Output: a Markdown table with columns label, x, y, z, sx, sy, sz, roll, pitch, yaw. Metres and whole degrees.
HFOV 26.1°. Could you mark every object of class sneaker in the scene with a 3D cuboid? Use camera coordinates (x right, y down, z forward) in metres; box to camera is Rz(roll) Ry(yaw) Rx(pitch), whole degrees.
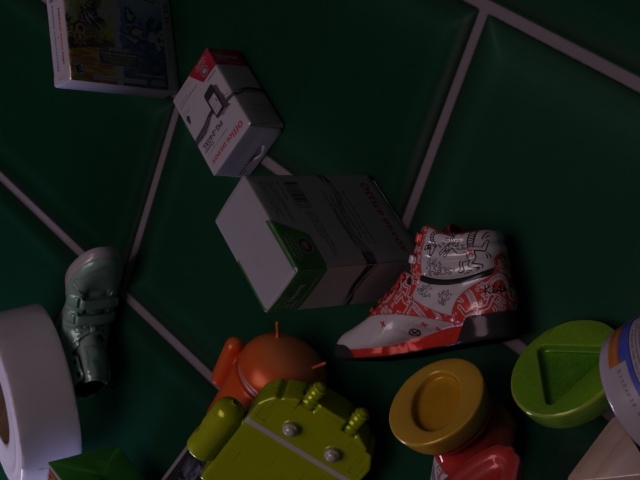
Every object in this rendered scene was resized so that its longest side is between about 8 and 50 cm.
| label | x | y | z | sx | sy | sz | roll | pitch | yaw |
| --- | --- | --- | --- | --- | --- | --- | --- | --- | --- |
| sneaker | -0.344 | 0.135 | 2.147 | 0.151 | 0.094 | 0.256 | 61 | 140 | 35 |
| sneaker | 0.121 | 0.063 | 1.653 | 0.270 | 0.090 | 0.145 | -15 | 76 | 45 |

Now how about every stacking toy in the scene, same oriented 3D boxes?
| label | x | y | z | sx | sy | sz | roll | pitch | yaw |
| --- | --- | --- | --- | --- | --- | --- | --- | --- | --- |
| stacking toy | 0.232 | 0.245 | 1.482 | 0.279 | 0.130 | 0.309 | -26 | 35 | 17 |

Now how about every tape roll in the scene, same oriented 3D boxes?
| label | x | y | z | sx | sy | sz | roll | pitch | yaw |
| --- | --- | --- | --- | --- | --- | --- | --- | --- | --- |
| tape roll | -0.471 | 0.248 | 2.214 | 0.286 | 0.100 | 0.286 | 39 | 135 | 54 |

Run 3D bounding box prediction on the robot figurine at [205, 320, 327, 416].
| label | x | y | z | sx | sy | sz | roll | pitch | yaw |
| --- | --- | --- | --- | --- | --- | --- | --- | --- | --- |
| robot figurine | -0.070 | 0.213 | 1.831 | 0.219 | 0.128 | 0.158 | -60 | 28 | 30 |

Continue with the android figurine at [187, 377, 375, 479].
| label | x | y | z | sx | sy | sz | roll | pitch | yaw |
| --- | --- | --- | --- | --- | --- | --- | --- | --- | --- |
| android figurine | -0.040 | 0.283 | 1.760 | 0.248 | 0.056 | 0.273 | 34 | 122 | -8 |

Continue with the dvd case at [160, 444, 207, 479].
| label | x | y | z | sx | sy | sz | roll | pitch | yaw |
| --- | --- | --- | --- | --- | --- | --- | --- | --- | --- |
| dvd case | -0.171 | 0.395 | 2.012 | 0.239 | 0.029 | 0.179 | -54 | 53 | 33 |

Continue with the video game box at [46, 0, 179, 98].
| label | x | y | z | sx | sy | sz | roll | pitch | yaw |
| --- | --- | --- | --- | --- | --- | --- | --- | --- | --- |
| video game box | -0.303 | -0.310 | 2.020 | 0.048 | 0.205 | 0.187 | -17 | 79 | 42 |

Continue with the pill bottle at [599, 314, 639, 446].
| label | x | y | z | sx | sy | sz | roll | pitch | yaw |
| --- | --- | --- | --- | --- | --- | --- | --- | --- | --- |
| pill bottle | 0.407 | 0.090 | 1.294 | 0.272 | 0.152 | 0.152 | -40 | 62 | 40 |

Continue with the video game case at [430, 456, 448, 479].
| label | x | y | z | sx | sy | sz | roll | pitch | yaw |
| --- | --- | --- | --- | --- | --- | --- | --- | --- | --- |
| video game case | 0.204 | 0.378 | 1.608 | 0.227 | 0.026 | 0.206 | 18 | 103 | 46 |

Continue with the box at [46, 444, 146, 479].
| label | x | y | z | sx | sy | sz | roll | pitch | yaw |
| --- | --- | --- | --- | --- | --- | --- | --- | --- | --- |
| box | -0.304 | 0.479 | 2.057 | 0.262 | 0.126 | 0.231 | 40 | 128 | 43 |

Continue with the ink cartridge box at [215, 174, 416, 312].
| label | x | y | z | sx | sy | sz | roll | pitch | yaw |
| --- | --- | --- | --- | --- | --- | --- | --- | --- | --- |
| ink cartridge box | 0.000 | 0.000 | 1.693 | 0.087 | 0.208 | 0.153 | -55 | 53 | 36 |

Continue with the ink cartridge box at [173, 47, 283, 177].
| label | x | y | z | sx | sy | sz | roll | pitch | yaw |
| --- | --- | --- | --- | --- | --- | --- | --- | --- | --- |
| ink cartridge box | -0.131 | -0.178 | 1.937 | 0.109 | 0.063 | 0.150 | -52 | 55 | 34 |
